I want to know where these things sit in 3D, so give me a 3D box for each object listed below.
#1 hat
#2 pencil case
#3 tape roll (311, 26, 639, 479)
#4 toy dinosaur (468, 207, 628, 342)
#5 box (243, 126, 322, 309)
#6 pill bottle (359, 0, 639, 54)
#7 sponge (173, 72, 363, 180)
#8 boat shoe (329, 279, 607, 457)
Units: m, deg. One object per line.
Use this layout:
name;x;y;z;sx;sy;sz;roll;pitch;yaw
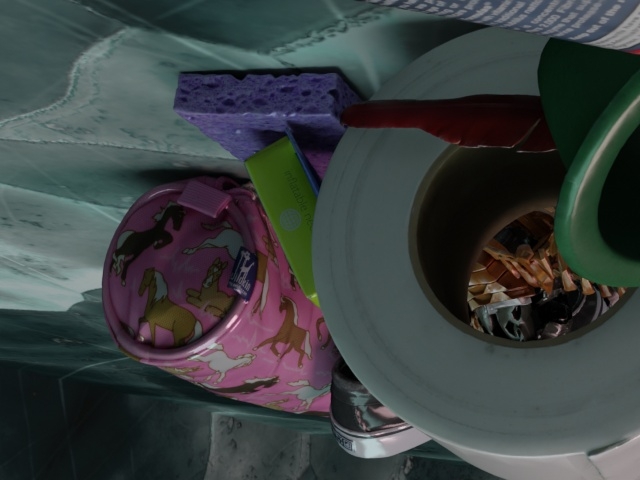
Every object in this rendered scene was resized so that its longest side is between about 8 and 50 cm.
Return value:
hat;0.137;-0.095;0.643;0.208;0.184;0.173;-20;140;-14
pencil case;-0.029;0.068;1.230;0.167;0.160;0.386;-23;154;23
tape roll;0.133;0.015;0.774;0.246;0.246;0.169;3;165;17
toy dinosaur;0.159;0.043;1.025;0.218;0.164;0.322;49;-175;-12
box;0.000;0.000;0.924;0.042;0.109;0.178;-27;162;4
pill bottle;0.040;-0.120;0.390;0.180;0.108;0.108;7;167;-17
sponge;-0.004;-0.068;0.948;0.117;0.031;0.210;2;166;24
boat shoe;0.139;0.087;1.220;0.306;0.105;0.113;-20;-141;-19
